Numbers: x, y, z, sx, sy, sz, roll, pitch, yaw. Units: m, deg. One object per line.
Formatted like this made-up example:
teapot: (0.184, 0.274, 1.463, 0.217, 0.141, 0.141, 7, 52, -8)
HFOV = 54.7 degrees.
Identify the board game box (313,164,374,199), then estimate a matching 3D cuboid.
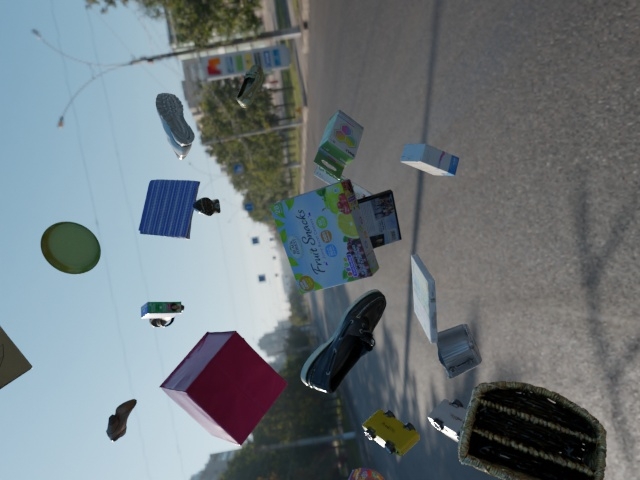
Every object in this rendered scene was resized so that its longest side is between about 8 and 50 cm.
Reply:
board game box: (0.123, -0.179, 2.241, 0.053, 0.305, 0.193, -59, -2, 5)

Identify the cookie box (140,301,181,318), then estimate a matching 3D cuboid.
cookie box: (-0.502, 0.218, 1.946, 0.092, 0.107, 0.040, -28, 64, 56)

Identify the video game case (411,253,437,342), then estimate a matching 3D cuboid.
video game case: (0.324, 0.177, 1.932, 0.227, 0.026, 0.206, -103, 6, -70)

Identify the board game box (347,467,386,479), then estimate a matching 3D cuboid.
board game box: (0.138, 0.772, 1.877, 0.169, 0.133, 0.033, -55, -9, -35)

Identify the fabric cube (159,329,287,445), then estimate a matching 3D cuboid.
fabric cube: (-0.317, 0.472, 2.024, 0.258, 0.259, 0.254, 49, 152, -15)

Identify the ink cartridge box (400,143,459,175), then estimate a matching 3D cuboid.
ink cartridge box: (0.283, -0.209, 1.603, 0.088, 0.122, 0.052, 13, 89, 59)

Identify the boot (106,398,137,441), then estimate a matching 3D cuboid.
boot: (-0.589, 0.538, 1.842, 0.118, 0.042, 0.087, -34, -47, -48)

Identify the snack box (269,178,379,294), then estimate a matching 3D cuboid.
snack box: (0.009, -0.006, 1.321, 0.070, 0.174, 0.207, -31, -75, -66)

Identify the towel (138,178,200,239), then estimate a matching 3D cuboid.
towel: (-0.622, -0.131, 2.546, 0.040, 0.336, 0.243, 16, -98, -49)

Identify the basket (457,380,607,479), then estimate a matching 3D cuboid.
basket: (0.474, 0.432, 1.381, 0.223, 0.299, 0.214, 44, -115, -73)

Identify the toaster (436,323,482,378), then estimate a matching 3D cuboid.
toaster: (0.526, 0.416, 2.382, 0.129, 0.146, 0.227, 61, -168, -22)

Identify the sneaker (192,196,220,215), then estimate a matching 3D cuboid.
sneaker: (-0.390, -0.106, 2.056, 0.162, 0.073, 0.063, 1, -99, -77)

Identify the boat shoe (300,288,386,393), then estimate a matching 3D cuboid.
boat shoe: (0.093, 0.284, 1.723, 0.113, 0.340, 0.127, 24, 150, 45)

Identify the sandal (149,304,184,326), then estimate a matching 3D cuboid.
sandal: (-0.617, 0.314, 2.488, 0.090, 0.219, 0.060, 16, -125, -43)

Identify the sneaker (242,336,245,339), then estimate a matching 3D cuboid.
sneaker: (-0.318, 0.423, 2.348, 0.178, 0.077, 0.072, -135, 52, -61)

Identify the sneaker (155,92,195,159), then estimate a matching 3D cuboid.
sneaker: (-0.474, -0.370, 1.978, 0.235, 0.090, 0.095, 67, 152, 24)

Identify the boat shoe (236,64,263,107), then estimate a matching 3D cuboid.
boat shoe: (-0.221, -0.487, 1.919, 0.048, 0.056, 0.153, 46, -120, -55)

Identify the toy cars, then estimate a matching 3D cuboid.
toy cars: (0.308, 0.555, 1.787, 0.087, 0.393, 0.176, 64, -155, -24)

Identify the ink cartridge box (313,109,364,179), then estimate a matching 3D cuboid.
ink cartridge box: (0.062, -0.310, 1.991, 0.062, 0.109, 0.209, -35, 28, 48)

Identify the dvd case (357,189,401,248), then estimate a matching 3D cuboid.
dvd case: (0.122, -0.044, 1.944, 0.022, 0.253, 0.180, -116, 10, -61)

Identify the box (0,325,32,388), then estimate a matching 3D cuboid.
box: (-0.882, 0.301, 1.606, 0.201, 0.164, 0.021, 50, 146, 5)

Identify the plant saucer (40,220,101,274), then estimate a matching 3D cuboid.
plant saucer: (-1.016, 0.025, 2.530, 0.037, 0.240, 0.241, -95, -3, -64)
